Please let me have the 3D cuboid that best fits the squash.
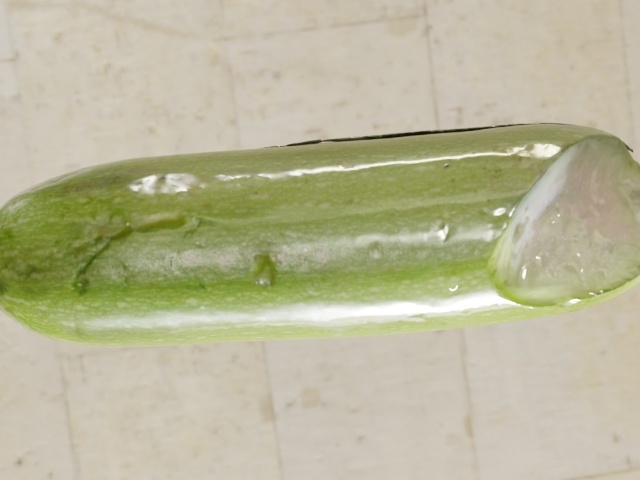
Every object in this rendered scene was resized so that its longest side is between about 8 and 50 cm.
[{"bbox_3d":[0.000,0.000,0.432,0.069,0.238,0.069,-5,90,-86],"label":"squash"}]
